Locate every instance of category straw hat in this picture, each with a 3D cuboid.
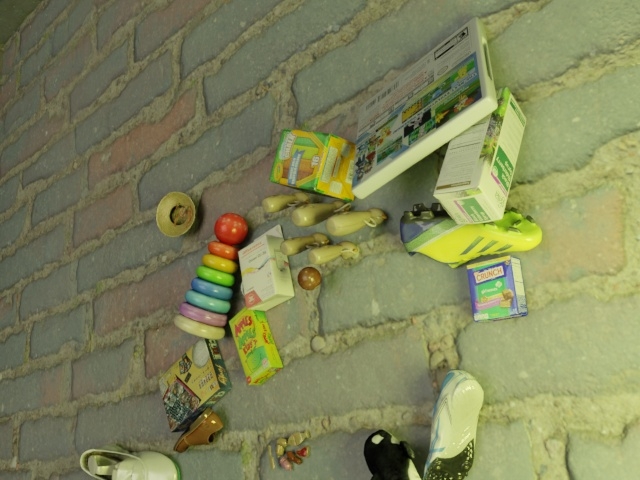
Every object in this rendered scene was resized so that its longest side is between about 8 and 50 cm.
[{"bbox_3d":[-0.413,-0.073,1.886,0.144,0.061,0.145,-3,84,27],"label":"straw hat"}]

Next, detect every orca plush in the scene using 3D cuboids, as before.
[{"bbox_3d":[0.133,0.479,1.168,0.151,0.102,0.287,102,152,-46],"label":"orca plush"}]

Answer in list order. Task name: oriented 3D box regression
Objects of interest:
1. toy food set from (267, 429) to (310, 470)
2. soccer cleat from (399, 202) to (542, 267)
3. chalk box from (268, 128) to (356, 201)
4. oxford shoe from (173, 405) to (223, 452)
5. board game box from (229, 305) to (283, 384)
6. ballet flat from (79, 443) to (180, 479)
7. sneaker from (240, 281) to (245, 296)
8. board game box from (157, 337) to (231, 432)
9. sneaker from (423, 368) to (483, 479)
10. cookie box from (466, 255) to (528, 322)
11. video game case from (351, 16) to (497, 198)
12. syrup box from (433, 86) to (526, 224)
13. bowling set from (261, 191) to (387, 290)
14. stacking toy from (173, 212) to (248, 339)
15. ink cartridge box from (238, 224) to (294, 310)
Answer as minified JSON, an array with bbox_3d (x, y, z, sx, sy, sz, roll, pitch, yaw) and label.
[{"bbox_3d":[-0.066,0.488,1.459,0.122,0.019,0.078,-25,65,29],"label":"toy food set"},{"bbox_3d":[0.281,-0.003,1.202,0.289,0.093,0.121,7,116,40],"label":"soccer cleat"},{"bbox_3d":[-0.024,-0.179,1.484,0.213,0.132,0.133,14,91,44],"label":"chalk box"},{"bbox_3d":[-0.324,0.518,1.669,0.076,0.076,0.212,42,129,-1],"label":"oxford shoe"},{"bbox_3d":[-0.164,0.258,1.584,0.092,0.043,0.181,-43,54,29],"label":"board game box"},{"bbox_3d":[-0.566,0.667,1.823,0.400,0.139,0.139,-5,78,43],"label":"ballet flat"},{"bbox_3d":[-0.184,0.107,1.646,0.035,0.031,0.083,-11,74,42],"label":"sneaker"},{"bbox_3d":[-0.349,0.393,1.734,0.243,0.042,0.165,-43,54,29],"label":"board game box"},{"bbox_3d":[0.239,0.351,1.162,0.086,0.085,0.237,-128,50,-76],"label":"sneaker"},{"bbox_3d":[0.321,0.090,1.155,0.091,0.040,0.107,-19,68,41],"label":"cookie box"},{"bbox_3d":[0.197,-0.266,1.271,0.329,0.036,0.300,-33,33,34],"label":"video game case"},{"bbox_3d":[0.290,-0.151,1.139,0.096,0.093,0.237,-8,50,42],"label":"syrup box"},{"bbox_3d":[0.000,0.000,1.440,0.287,0.154,0.200,23,117,43],"label":"bowling set"},{"bbox_3d":[-0.270,0.088,1.680,0.141,0.141,0.331,17,86,45],"label":"stacking toy"},{"bbox_3d":[-0.141,0.064,1.588,0.115,0.067,0.198,-30,61,36],"label":"ink cartridge box"}]
